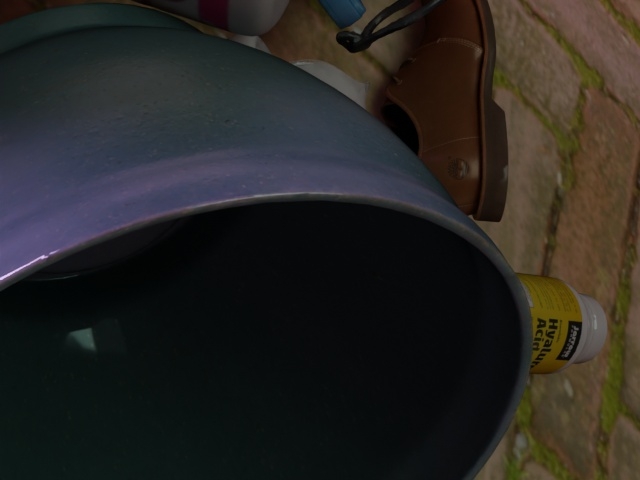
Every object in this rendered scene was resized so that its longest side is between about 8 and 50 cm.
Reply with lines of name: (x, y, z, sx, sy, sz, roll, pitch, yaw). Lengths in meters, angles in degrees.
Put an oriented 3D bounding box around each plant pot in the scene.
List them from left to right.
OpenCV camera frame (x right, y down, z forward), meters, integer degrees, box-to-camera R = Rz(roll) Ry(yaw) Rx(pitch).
plant pot: (-0.082, 0.022, 0.647, 0.293, 0.293, 0.196, 15, 36, -40)

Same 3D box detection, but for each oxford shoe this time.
oxford shoe: (0.076, -0.107, 0.993, 0.076, 0.076, 0.212, 1, 53, -3)

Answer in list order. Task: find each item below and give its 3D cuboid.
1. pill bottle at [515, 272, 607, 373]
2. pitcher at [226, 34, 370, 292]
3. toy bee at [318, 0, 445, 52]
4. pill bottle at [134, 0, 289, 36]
pill bottle: (0.132, 0.053, 0.972, 0.116, 0.065, 0.065, 7, 68, -43)
pitcher: (0.000, 0.000, 0.806, 0.178, 0.125, 0.207, 29, 43, -69)
toy bee: (0.015, -0.215, 0.856, 0.195, 0.298, 0.162, -38, 102, -12)
pill bottle: (-0.134, -0.207, 0.679, 0.283, 0.160, 0.160, 18, 53, 2)
